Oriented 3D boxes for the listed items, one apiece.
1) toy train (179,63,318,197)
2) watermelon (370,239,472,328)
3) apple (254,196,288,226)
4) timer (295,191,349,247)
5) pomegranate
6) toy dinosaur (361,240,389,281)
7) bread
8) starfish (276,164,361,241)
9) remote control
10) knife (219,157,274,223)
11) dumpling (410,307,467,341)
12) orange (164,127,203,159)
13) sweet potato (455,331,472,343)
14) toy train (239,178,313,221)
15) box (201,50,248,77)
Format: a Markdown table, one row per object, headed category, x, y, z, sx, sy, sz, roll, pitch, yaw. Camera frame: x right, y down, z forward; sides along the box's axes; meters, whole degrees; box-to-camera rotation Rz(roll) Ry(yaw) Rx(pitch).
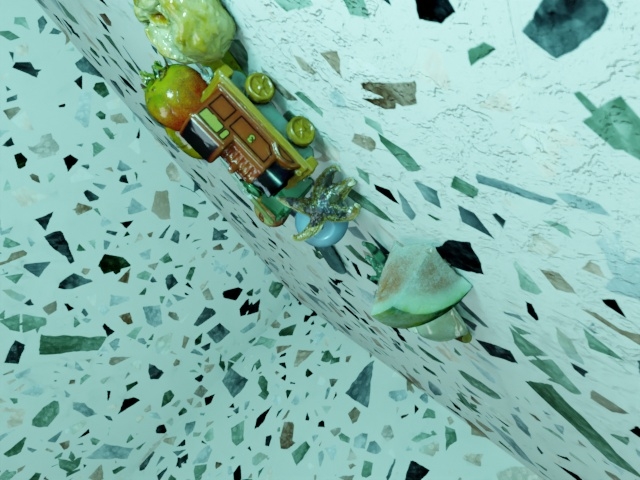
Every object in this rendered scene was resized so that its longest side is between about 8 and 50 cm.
| category | x | y | z | sx | sy | sz | roll | pitch | yaw |
| --- | --- | --- | --- | --- | --- | --- | --- | --- | --- |
| toy train | -0.180 | -0.262 | 1.199 | 0.369 | 0.232 | 0.163 | 46 | 151 | -12 |
| watermelon | 0.254 | 0.118 | 1.288 | 0.309 | 0.232 | 0.193 | 0 | -177 | -25 |
| apple | -0.181 | -0.129 | 1.855 | 0.130 | 0.146 | 0.146 | 24 | 162 | 15 |
| timer | 0.022 | -0.082 | 1.478 | 0.175 | 0.255 | 0.176 | 11 | 123 | 18 |
| pomegranate | -0.450 | -0.453 | 1.533 | 0.210 | 0.210 | 0.235 | 28 | 167 | 49 |
| toy dinosaur | 0.184 | 0.072 | 1.555 | 0.120 | 0.079 | 0.292 | 17 | 154 | 51 |
| bread | -0.308 | -0.493 | 1.082 | 0.244 | 0.134 | 0.245 | 30 | 152 | 18 |
| starfish | -0.004 | -0.094 | 1.323 | 0.215 | 0.238 | 0.071 | 33 | -166 | 13 |
| remote control | 0.000 | 0.000 | 1.938 | 0.107 | 0.044 | 0.378 | 36 | 165 | 46 |
| knife | -0.241 | -0.158 | 1.582 | 0.298 | 0.017 | 0.047 | 52 | 169 | -35 |
| dumpling | 0.348 | 0.226 | 1.490 | 0.216 | 0.125 | 0.167 | -164 | 56 | -81 |
| orange | -0.449 | -0.392 | 1.753 | 0.240 | 0.171 | 0.240 | 40 | 176 | 4 |
| sweet potato | 0.438 | 0.290 | 1.556 | 0.049 | 0.049 | 0.117 | 47 | 177 | -14 |
| toy train | -0.150 | -0.184 | 1.602 | 0.202 | 0.145 | 0.266 | 42 | 167 | -5 |
| box | -0.279 | -0.478 | 1.296 | 0.279 | 0.041 | 0.153 | 51 | 163 | -30 |
